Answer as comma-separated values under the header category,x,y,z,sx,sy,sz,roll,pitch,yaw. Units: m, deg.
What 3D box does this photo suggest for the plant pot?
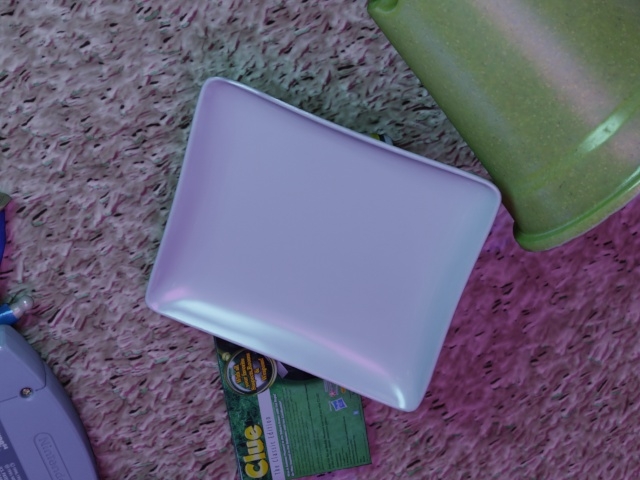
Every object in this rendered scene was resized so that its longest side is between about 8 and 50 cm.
category,x,y,z,sx,sy,sz,roll,pitch,yaw
plant pot,0.187,-0.174,1.698,0.254,0.276,0.276,44,102,-11

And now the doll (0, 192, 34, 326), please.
category,x,y,z,sx,sy,sz,roll,pitch,yaw
doll,-0.329,0.045,1.819,0.129,0.046,0.189,9,112,-11

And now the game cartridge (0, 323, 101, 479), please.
category,x,y,z,sx,sy,sz,roll,pitch,yaw
game cartridge,-0.318,0.217,1.874,0.198,0.062,0.297,-20,126,-4

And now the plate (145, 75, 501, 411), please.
category,x,y,z,sx,sy,sz,roll,pitch,yaw
plate,0.000,0.000,1.761,0.277,0.045,0.278,22,128,5

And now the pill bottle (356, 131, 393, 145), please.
category,x,y,z,sx,sy,sz,roll,pitch,yaw
pill bottle,0.005,-0.071,1.806,0.116,0.065,0.065,6,113,-11

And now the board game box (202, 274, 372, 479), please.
category,x,y,z,sx,sy,sz,roll,pitch,yaw
board game box,-0.033,0.116,1.907,0.136,0.030,0.259,-11,116,-6
